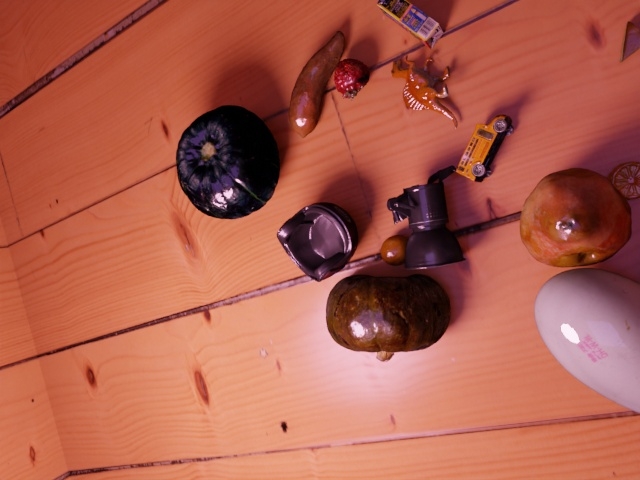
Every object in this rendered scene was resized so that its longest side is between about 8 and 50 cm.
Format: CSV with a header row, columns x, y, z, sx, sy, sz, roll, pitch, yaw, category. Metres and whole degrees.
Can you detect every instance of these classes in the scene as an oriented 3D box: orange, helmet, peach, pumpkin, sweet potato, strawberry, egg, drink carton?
x,y,z,sx,sy,sz,roll,pitch,yaw,category
0.198,0.025,1.209,0.085,0.085,0.085,2,96,25,orange
0.000,0.000,1.231,0.189,0.193,0.216,46,125,12,helmet
0.517,-0.043,0.966,0.214,0.235,0.214,0,90,34,peach
0.144,0.205,1.168,0.324,0.232,0.242,-8,94,29,pumpkin
-0.019,-0.425,1.260,0.097,0.097,0.292,26,103,21,sweet potato
0.077,-0.428,1.210,0.106,0.106,0.106,2,96,25,strawberry
-0.250,-0.210,1.315,0.315,0.238,0.315,-4,77,16,pumpkin
0.613,0.208,0.943,0.371,0.230,0.230,39,109,13,egg
0.221,-0.548,1.145,0.165,0.071,0.056,45,107,14,drink carton

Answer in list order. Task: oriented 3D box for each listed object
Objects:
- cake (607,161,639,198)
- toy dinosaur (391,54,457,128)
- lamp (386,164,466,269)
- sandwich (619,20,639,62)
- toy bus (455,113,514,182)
x,y,z,sx,sy,sz,roll,pitch,yaw,category
0.659,-0.127,0.992,0.084,0.044,0.084,3,97,25,cake
0.252,-0.368,1.158,0.142,0.057,0.212,-10,89,37,toy dinosaur
0.252,-0.052,1.129,0.171,0.147,0.228,-10,90,-8,lamp
0.657,-0.416,0.974,0.044,0.031,0.083,7,100,29,sandwich
0.387,-0.221,1.098,0.074,0.069,0.162,32,110,30,toy bus
